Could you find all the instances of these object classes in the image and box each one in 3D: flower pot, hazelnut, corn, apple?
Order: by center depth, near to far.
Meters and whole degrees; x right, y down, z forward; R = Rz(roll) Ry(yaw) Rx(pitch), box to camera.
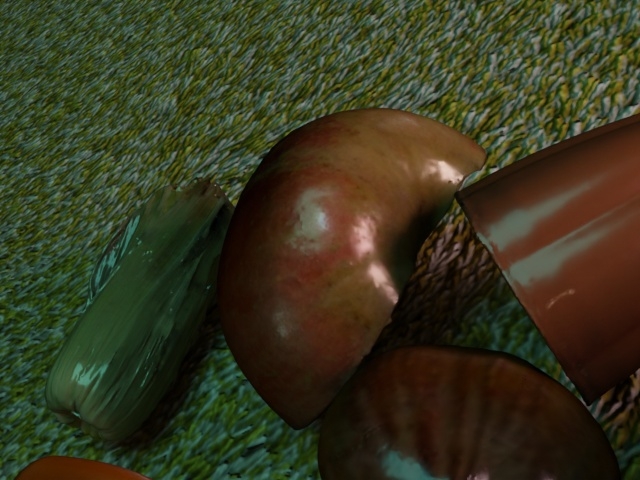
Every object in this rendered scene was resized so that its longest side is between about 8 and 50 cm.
[{"bbox_3d":[0.098,0.172,0.716,0.210,0.186,0.210,2,46,-2],"label":"hazelnut"},{"bbox_3d":[0.218,-0.001,0.751,0.173,0.191,0.191,-33,39,11],"label":"flower pot"},{"bbox_3d":[0.000,0.000,0.894,0.293,0.163,0.251,-55,1,-32],"label":"apple"},{"bbox_3d":[-0.185,0.069,1.093,0.123,0.122,0.305,-23,37,50],"label":"corn"}]

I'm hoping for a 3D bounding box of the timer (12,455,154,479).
[{"bbox_3d":[-0.111,0.284,0.730,0.250,0.257,0.161,-4,44,39],"label":"timer"}]
